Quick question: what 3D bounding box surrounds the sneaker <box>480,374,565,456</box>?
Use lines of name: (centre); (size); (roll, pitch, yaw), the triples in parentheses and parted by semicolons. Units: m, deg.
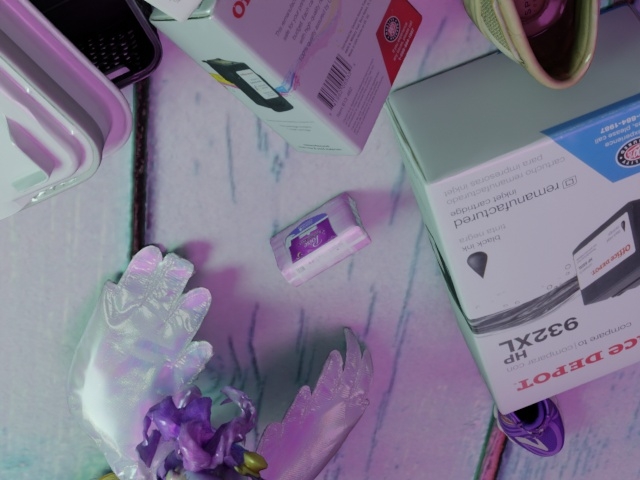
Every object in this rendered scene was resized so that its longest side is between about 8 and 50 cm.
sneaker: (0.209, 0.178, 1.443); (0.068, 0.071, 0.170); (-28, 134, 8)

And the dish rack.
dish rack: (-0.322, -0.107, 0.943); (0.285, 0.072, 0.333); (-21, 133, 29)

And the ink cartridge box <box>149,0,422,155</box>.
ink cartridge box: (-0.021, -0.161, 1.024); (0.175, 0.072, 0.127); (40, 67, -39)

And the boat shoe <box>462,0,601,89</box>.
boat shoe: (0.155, -0.250, 0.987); (0.121, 0.110, 0.341); (-25, 142, -5)

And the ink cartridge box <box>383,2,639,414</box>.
ink cartridge box: (0.209, -0.018, 1.228); (0.223, 0.129, 0.307); (-22, 134, 1)

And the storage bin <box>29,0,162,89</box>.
storage bin: (-0.201, -0.182, 0.980); (0.122, 0.084, 0.180); (-26, 134, 5)

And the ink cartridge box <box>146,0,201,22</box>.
ink cartridge box: (-0.053, -0.235, 0.664); (0.134, 0.078, 0.231); (30, 120, -24)

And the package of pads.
package of pads: (0.000, 0.000, 1.230); (0.083, 0.050, 0.032); (-32, 132, 10)

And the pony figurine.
pony figurine: (-0.109, 0.227, 1.242); (0.302, 0.363, 0.351); (30, 101, -28)
